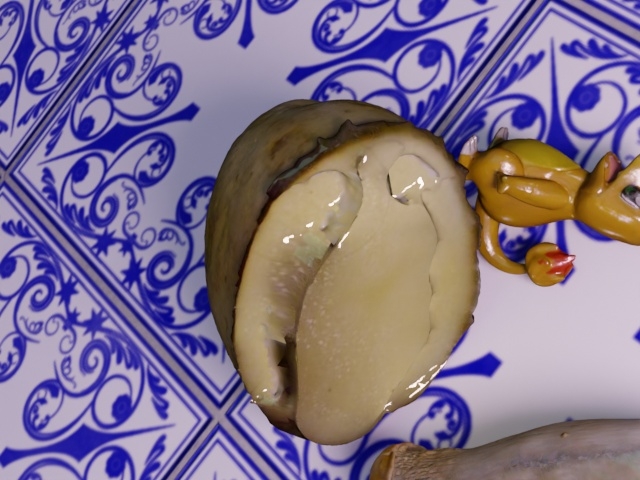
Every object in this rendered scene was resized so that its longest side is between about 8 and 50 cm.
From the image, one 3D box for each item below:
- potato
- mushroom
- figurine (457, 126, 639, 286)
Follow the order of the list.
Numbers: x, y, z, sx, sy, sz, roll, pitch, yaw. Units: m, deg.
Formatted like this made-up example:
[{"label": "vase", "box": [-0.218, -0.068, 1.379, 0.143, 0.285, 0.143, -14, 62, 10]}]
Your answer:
[{"label": "potato", "box": [0.000, 0.000, 1.150, 0.242, 0.285, 0.242, -4, 28, 2]}, {"label": "mushroom", "box": [0.192, 0.191, 0.986, 0.351, 0.095, 0.123, -6, 84, 36]}, {"label": "figurine", "box": [0.196, -0.021, 1.099, 0.176, 0.121, 0.122, 11, 103, 31]}]
